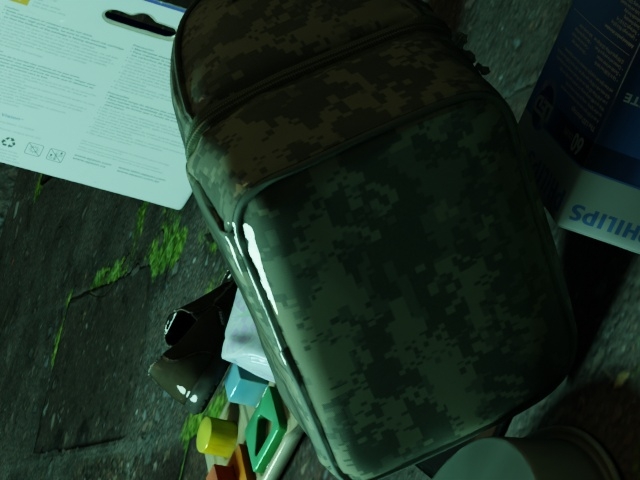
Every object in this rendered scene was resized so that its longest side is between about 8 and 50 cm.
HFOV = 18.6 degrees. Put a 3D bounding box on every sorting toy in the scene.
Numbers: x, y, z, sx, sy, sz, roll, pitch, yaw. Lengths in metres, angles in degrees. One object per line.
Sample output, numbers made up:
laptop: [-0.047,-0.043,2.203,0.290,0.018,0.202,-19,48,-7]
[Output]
sorting toy: [-0.077,0.189,1.903,0.196,0.047,0.348,-102,34,-55]

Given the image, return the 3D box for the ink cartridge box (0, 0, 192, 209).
ink cartridge box: [-0.251,-0.193,2.292,0.330,0.324,0.071,125,152,-42]

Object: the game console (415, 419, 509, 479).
game console: [0.114,0.120,1.478,0.122,0.071,0.107,-67,-10,15]

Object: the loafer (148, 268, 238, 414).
loafer: [-0.115,0.083,1.989,0.080,0.078,0.220,-60,3,33]

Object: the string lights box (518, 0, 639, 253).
string lights box: [0.220,-0.137,1.301,0.133,0.076,0.260,-117,47,-65]

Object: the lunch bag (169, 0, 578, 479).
lunch bag: [0.021,-0.032,1.351,0.256,0.212,0.305,55,170,50]

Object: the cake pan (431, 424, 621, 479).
cake pan: [0.110,0.260,1.303,0.293,0.054,0.293,-163,90,-71]

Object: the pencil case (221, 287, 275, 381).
pencil case: [0.000,0.000,1.739,0.124,0.113,0.273,6,77,30]
